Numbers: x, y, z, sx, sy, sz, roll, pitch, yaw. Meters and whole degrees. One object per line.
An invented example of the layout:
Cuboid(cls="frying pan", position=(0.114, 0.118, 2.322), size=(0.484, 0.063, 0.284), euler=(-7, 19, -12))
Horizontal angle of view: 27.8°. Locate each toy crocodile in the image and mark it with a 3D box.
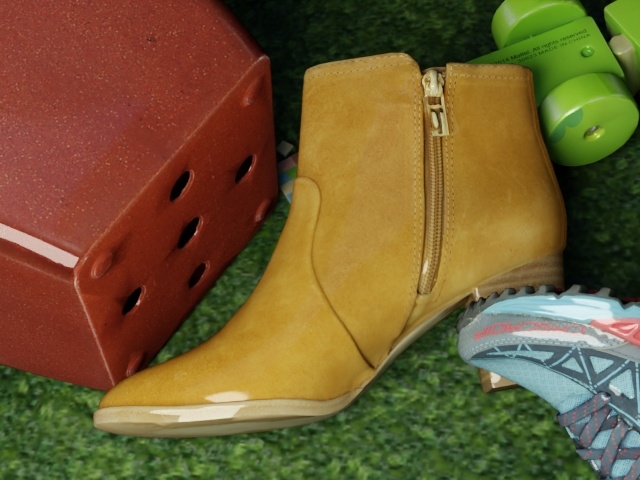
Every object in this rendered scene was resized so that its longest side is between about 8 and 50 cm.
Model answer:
Cuboid(cls="toy crocodile", position=(0.220, -0.126, 0.865), size=(0.341, 0.105, 0.115), euler=(-24, 54, 1))

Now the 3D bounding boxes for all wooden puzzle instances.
Cuboid(cls="wooden puzzle", position=(-0.005, -0.044, 0.904), size=(0.049, 0.006, 0.083), euler=(-29, 54, -9))

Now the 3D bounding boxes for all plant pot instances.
Cuboid(cls="plant pot", position=(-0.172, -0.062, 0.814), size=(0.236, 0.267, 0.267), euler=(31, 66, 16))

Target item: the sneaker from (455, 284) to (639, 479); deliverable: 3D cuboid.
Cuboid(cls="sneaker", position=(0.187, 0.108, 0.670), size=(0.262, 0.104, 0.125), euler=(20, 77, 7))

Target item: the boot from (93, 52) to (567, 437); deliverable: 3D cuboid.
Cuboid(cls="boot", position=(0.001, 0.000, 0.771), size=(0.295, 0.104, 0.211), euler=(-9, 78, -7))
